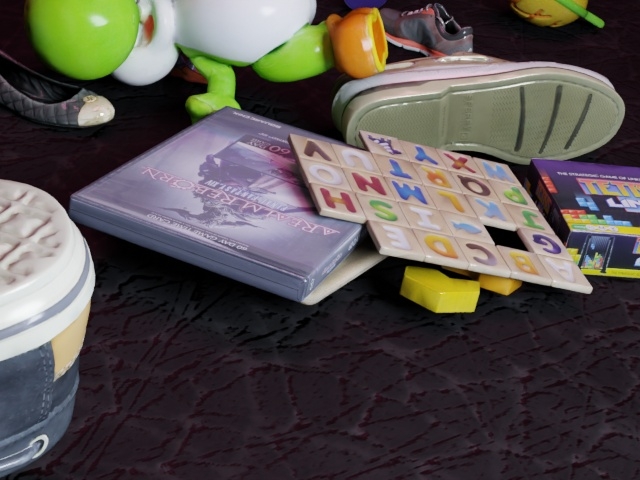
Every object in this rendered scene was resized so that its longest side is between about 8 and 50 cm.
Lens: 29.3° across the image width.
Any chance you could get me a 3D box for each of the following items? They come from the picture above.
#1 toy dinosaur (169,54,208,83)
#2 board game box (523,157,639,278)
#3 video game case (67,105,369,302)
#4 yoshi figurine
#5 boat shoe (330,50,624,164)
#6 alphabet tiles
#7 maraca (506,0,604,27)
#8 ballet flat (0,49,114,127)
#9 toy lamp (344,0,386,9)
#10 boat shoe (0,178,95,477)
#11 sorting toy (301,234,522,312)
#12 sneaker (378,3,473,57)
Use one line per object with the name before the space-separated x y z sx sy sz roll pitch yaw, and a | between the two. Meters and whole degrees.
toy dinosaur | -0.148 -0.187 1.302 0.082 0.047 0.090 -8 39 6
board game box | 0.285 -0.019 1.121 0.170 0.048 0.141 4 31 -10
video game case | -0.050 -0.041 1.004 0.196 0.026 0.274 19 25 15
yoshi figurine | -0.128 -0.213 1.171 0.362 0.203 0.203 -5 57 14
boat shoe | 0.159 -0.145 1.241 0.302 0.113 0.103 -1 36 -17
alphabet tiles | 0.092 -0.035 1.029 0.237 0.009 0.198 11 31 -23
maraca | 0.311 -0.334 1.645 0.186 0.099 0.127 17 26 -45
ballet flat | -0.276 -0.148 1.181 0.173 0.049 0.057 20 32 18
toy lamp | 0.027 -0.397 1.689 0.080 0.080 0.274 0 33 -17
boat shoe | -0.359 0.098 0.627 0.500 0.156 0.187 -13 39 -14
sorting toy | 0.000 0.000 1.020 0.307 0.041 0.229 25 28 26
sneaker | 0.131 -0.263 1.490 0.061 0.065 0.158 -19 40 -41
